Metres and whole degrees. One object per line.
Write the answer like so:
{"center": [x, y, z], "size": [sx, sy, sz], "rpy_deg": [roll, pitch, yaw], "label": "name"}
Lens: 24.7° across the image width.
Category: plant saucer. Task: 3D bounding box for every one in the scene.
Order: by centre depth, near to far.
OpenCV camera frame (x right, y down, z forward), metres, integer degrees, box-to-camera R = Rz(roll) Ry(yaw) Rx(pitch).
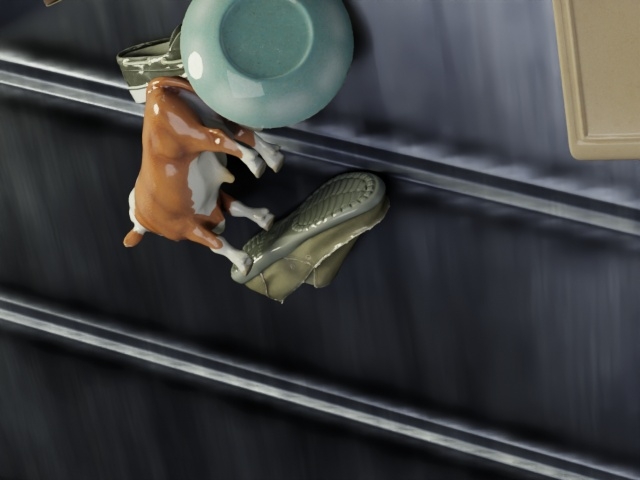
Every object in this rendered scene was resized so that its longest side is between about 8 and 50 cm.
{"center": [-0.059, -0.223, 1.614], "size": [0.195, 0.037, 0.195], "rpy_deg": [0, 83, -2], "label": "plant saucer"}

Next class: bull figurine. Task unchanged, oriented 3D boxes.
{"center": [-0.148, -0.065, 1.742], "size": [0.188, 0.101, 0.310], "rpy_deg": [24, 146, 11], "label": "bull figurine"}

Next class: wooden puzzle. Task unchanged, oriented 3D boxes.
{"center": [0.361, -0.189, 1.529], "size": [0.221, 0.044, 0.239], "rpy_deg": [1, 124, 23], "label": "wooden puzzle"}

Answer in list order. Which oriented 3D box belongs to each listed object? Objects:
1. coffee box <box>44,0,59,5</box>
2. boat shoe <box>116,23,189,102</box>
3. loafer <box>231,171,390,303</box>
{"center": [-0.275, -0.380, 1.463], "size": [0.098, 0.141, 0.246], "rpy_deg": [-19, 111, 33], "label": "coffee box"}
{"center": [-0.147, -0.218, 1.707], "size": [0.219, 0.078, 0.070], "rpy_deg": [-13, 115, 31], "label": "boat shoe"}
{"center": [0.000, 0.000, 1.779], "size": [0.087, 0.094, 0.251], "rpy_deg": [42, 133, -20], "label": "loafer"}
